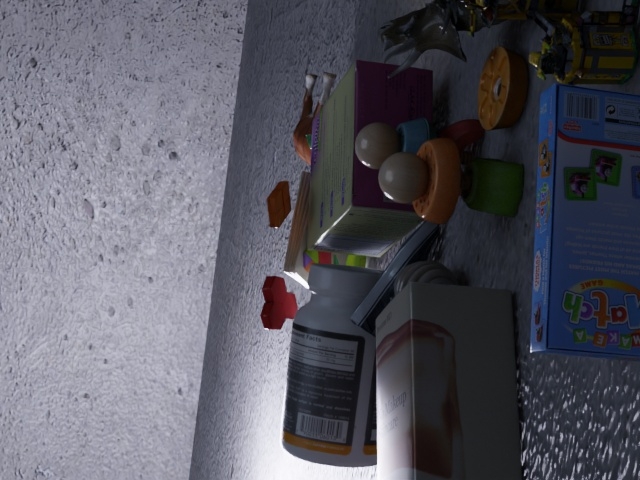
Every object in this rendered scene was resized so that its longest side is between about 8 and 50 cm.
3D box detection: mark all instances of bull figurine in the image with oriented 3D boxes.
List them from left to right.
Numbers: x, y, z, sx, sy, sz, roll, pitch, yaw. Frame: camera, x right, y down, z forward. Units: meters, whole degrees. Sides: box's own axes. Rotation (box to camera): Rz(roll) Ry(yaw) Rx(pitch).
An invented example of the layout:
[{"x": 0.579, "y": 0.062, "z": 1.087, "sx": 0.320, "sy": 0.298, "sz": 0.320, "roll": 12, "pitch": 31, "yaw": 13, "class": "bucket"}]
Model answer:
[{"x": 0.016, "y": -0.195, "z": 2.213, "sx": 0.310, "sy": 0.101, "sz": 0.188, "roll": -152, "pitch": 72, "yaw": -73, "class": "bull figurine"}]

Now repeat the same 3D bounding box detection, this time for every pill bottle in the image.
[{"x": 0.033, "y": 0.179, "z": 1.832, "sx": 0.162, "sy": 0.162, "sz": 0.278, "roll": -163, "pitch": 80, "yaw": -77, "class": "pill bottle"}]

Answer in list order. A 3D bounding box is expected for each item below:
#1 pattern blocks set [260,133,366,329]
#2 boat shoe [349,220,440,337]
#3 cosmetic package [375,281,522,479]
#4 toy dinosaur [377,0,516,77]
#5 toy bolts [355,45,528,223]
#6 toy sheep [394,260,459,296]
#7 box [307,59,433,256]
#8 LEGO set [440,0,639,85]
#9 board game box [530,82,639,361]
[{"x": 0.000, "y": 0.000, "z": 1.950, "sx": 0.285, "sy": 0.026, "sz": 0.325, "roll": 26, "pitch": -114, "yaw": -56, "class": "pattern blocks set"}, {"x": 0.125, "y": 0.060, "z": 1.724, "sx": 0.183, "sy": 0.083, "sz": 0.065, "roll": -54, "pitch": -1, "yaw": 9, "class": "boat shoe"}, {"x": 0.142, "y": 0.211, "z": 1.429, "sx": 0.153, "sy": 0.129, "sz": 0.296, "roll": 120, "pitch": 153, "yaw": -63, "class": "cosmetic package"}, {"x": 0.206, "y": -0.311, "z": 1.473, "sx": 0.313, "sy": 0.121, "sz": 0.160, "roll": -29, "pitch": 50, "yaw": 45, "class": "toy dinosaur"}, {"x": 0.137, "y": -0.132, "z": 1.533, "sx": 0.228, "sy": 0.158, "sz": 0.218, "roll": -163, "pitch": 79, "yaw": -76, "class": "toy bolts"}, {"x": 0.139, "y": 0.069, "z": 1.611, "sx": 0.132, "sy": 0.091, "sz": 0.091, "roll": 10, "pitch": 94, "yaw": 63, "class": "toy sheep"}, {"x": 0.069, "y": -0.110, "z": 1.808, "sx": 0.243, "sy": 0.117, "sz": 0.213, "roll": 135, "pitch": 139, "yaw": -68, "class": "box"}, {"x": 0.196, "y": -0.308, "z": 1.212, "sx": 0.255, "sy": 0.192, "sz": 0.331, "roll": -106, "pitch": 19, "yaw": -52, "class": "LEGO set"}, {"x": 0.250, "y": -0.010, "z": 1.001, "sx": 0.039, "sy": 0.160, "sz": 0.211, "roll": 146, "pitch": 129, "yaw": -74, "class": "board game box"}]
